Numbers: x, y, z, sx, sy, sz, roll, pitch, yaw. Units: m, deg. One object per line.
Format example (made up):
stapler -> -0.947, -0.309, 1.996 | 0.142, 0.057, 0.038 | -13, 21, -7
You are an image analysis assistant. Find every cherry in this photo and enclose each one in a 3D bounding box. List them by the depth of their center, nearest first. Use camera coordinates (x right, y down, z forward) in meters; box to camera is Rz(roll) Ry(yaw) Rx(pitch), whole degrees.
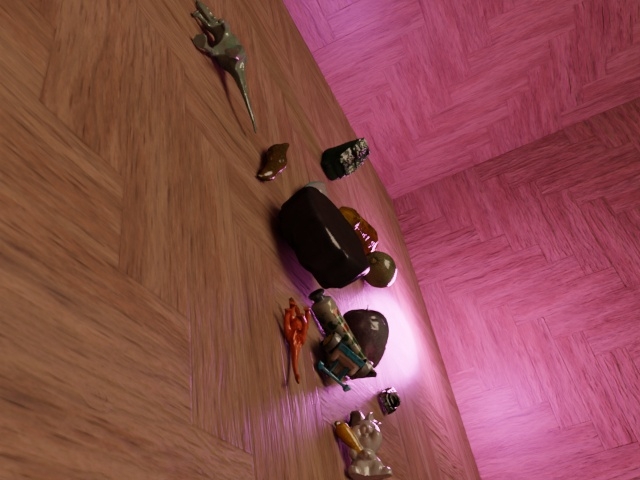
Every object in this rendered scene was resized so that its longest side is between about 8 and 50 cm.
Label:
cherry -> 0.120, 0.267, 1.639 | 0.176, 0.140, 0.176 | 6, 90, -68

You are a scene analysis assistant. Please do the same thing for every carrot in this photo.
carrot -> 0.147, -0.035, 2.291 | 0.302, 0.114, 0.114 | 44, 27, -59

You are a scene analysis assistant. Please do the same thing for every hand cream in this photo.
hand cream -> 0.052, 0.249, 1.529 | 0.276, 0.095, 0.059 | 61, 39, -14

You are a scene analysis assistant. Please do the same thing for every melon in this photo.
melon -> 0.226, 0.112, 2.295 | 0.192, 0.139, 0.139 | 52, 20, -55

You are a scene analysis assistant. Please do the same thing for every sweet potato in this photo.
sweet potato -> -0.125, -0.216, 1.611 | 0.067, 0.067, 0.274 | 63, 19, -21

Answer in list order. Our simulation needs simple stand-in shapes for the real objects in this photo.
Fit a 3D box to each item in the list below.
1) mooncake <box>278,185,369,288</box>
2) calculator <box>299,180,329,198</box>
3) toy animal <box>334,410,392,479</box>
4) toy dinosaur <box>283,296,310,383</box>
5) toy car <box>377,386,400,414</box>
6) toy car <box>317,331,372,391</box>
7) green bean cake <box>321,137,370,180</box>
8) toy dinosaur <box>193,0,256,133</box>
mooncake -> 0.000, 0.000, 1.532 | 0.283, 0.141, 0.283 | 50, 13, -16
calculator -> -0.003, -0.052, 1.847 | 0.256, 0.054, 0.386 | 65, 15, -11
toy animal -> 0.089, 0.459, 1.354 | 0.127, 0.131, 0.181 | 102, -10, -50
toy dinosaur -> -0.050, 0.194, 1.250 | 0.279, 0.055, 0.101 | -83, 171, -69
toy car -> 0.221, 0.496, 1.838 | 0.069, 0.055, 0.142 | 67, 12, 11
toy car -> 0.039, 0.292, 1.430 | 0.126, 0.098, 0.161 | 43, -14, -7
green bean cake -> 0.109, -0.337, 2.455 | 0.208, 0.193, 0.107 | -76, 148, -66
toy dinosaur -> -0.236, -0.471, 1.532 | 0.393, 0.092, 0.205 | 58, 8, -5
